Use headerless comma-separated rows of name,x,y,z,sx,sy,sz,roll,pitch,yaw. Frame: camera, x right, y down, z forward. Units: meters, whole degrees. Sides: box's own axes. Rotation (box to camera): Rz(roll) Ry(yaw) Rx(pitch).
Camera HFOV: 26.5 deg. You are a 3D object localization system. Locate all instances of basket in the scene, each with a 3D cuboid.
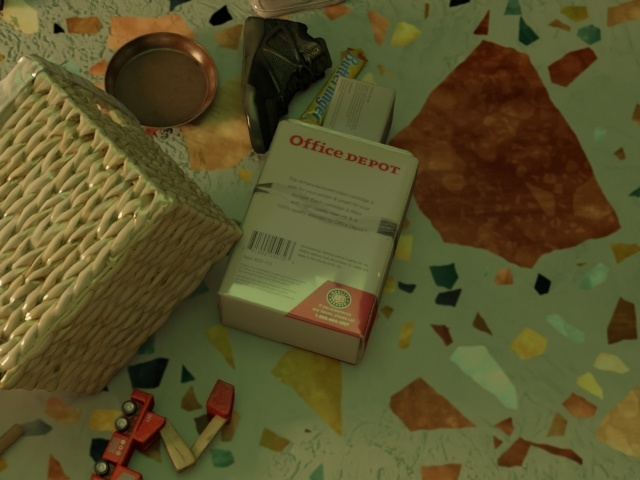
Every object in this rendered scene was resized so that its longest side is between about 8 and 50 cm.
basket,-0.324,-0.002,1.695,0.331,0.328,0.266,-46,76,4

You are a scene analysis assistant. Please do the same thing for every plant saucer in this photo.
plant saucer,-0.235,-0.232,2.015,0.168,0.029,0.168,1,65,-1

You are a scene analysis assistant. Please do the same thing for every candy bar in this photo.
candy bar,0.018,-0.224,2.027,0.040,0.018,0.161,29,68,11

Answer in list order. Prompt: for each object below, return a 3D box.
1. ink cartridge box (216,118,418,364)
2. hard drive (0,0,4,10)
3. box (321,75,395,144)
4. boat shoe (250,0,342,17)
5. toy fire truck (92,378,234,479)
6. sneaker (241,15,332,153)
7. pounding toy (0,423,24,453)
ink cartridge box,0.000,0.000,1.863,0.207,0.117,0.283,16,65,6
hard drive,-0.524,-0.418,2.069,0.094,0.022,0.135,2,81,9
box,0.053,-0.162,1.952,0.087,0.102,0.101,14,64,7
boat shoe,-0.020,-0.398,2.083,0.184,0.063,0.066,-12,65,-8
toy fire truck,-0.202,0.259,1.770,0.135,0.047,0.192,20,66,6
sneaker,-0.050,-0.232,1.989,0.130,0.087,0.227,0,59,5
pounding toy,-0.534,0.237,1.753,0.237,0.110,0.183,46,56,-13
